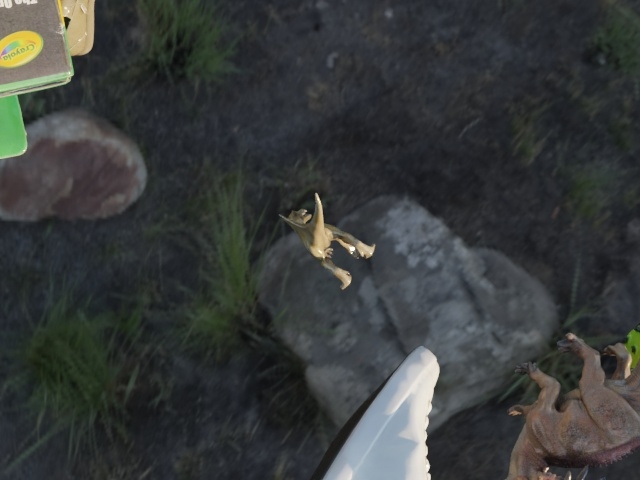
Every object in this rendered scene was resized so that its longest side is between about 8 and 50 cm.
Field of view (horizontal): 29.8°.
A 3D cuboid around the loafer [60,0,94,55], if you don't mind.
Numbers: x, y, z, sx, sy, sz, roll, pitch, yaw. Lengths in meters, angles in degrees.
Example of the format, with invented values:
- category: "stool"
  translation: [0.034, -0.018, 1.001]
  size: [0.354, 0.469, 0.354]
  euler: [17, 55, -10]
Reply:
- category: "loafer"
  translation: [-0.257, -0.248, 1.205]
  size: [0.056, 0.148, 0.050]
  euler: [21, 38, 27]

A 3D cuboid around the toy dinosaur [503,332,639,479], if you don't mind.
- category: "toy dinosaur"
  translation: [0.327, 0.234, 1.456]
  size: [0.295, 0.127, 0.200]
  euler: [-34, 54, 16]

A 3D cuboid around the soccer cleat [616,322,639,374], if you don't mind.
- category: "soccer cleat"
  translation: [0.440, 0.109, 1.522]
  size: [0.072, 0.179, 0.060]
  euler: [15, 25, -27]

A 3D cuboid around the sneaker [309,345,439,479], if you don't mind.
- category: "sneaker"
  translation: [0.069, 0.229, 1.193]
  size: [0.123, 0.106, 0.290]
  euler: [37, 46, 1]

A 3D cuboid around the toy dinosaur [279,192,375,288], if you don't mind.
- category: "toy dinosaur"
  translation: [0.000, 0.000, 1.148]
  size: [0.092, 0.183, 0.053]
  euler: [34, 85, -6]

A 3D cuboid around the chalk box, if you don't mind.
- category: "chalk box"
  translation: [-0.329, -0.210, 1.044]
  size: [0.180, 0.179, 0.289]
  euler: [-13, 110, -18]
